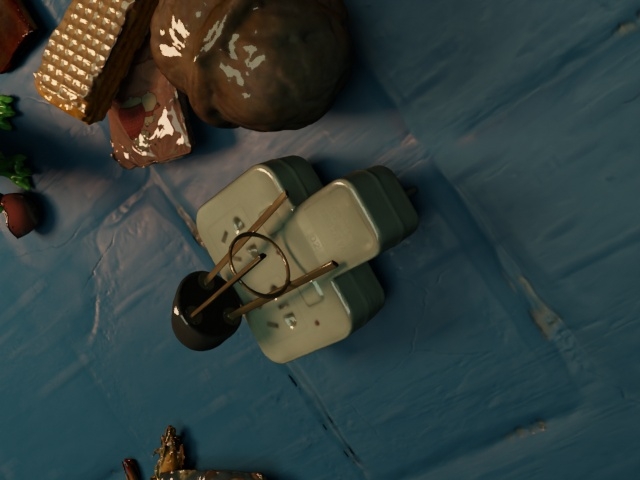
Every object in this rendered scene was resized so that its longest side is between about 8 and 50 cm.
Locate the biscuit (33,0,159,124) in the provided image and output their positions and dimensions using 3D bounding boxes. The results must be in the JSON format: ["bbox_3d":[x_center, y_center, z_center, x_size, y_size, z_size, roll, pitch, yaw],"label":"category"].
[{"bbox_3d":[-0.237,-0.328,0.768,0.094,0.054,0.379,31,98,11],"label":"biscuit"}]

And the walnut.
[{"bbox_3d":[-0.069,-0.213,0.678,0.224,0.224,0.224,5,104,21],"label":"walnut"}]

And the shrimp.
[{"bbox_3d":[-0.267,0.360,0.998,0.124,0.034,0.178,12,111,26],"label":"shrimp"}]

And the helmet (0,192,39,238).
[{"bbox_3d":[-0.467,-0.048,0.971,0.049,0.065,0.084,-25,81,-13],"label":"helmet"}]

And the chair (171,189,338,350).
[{"bbox_3d":[-0.092,0.041,0.717,0.221,0.104,0.095,-40,52,37],"label":"chair"}]

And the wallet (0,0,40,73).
[{"bbox_3d":[-0.510,-0.378,0.922,0.137,0.031,0.255,-30,88,29],"label":"wallet"}]

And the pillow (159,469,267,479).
[{"bbox_3d":[-0.165,0.457,0.876,0.189,0.034,0.256,-10,65,24],"label":"pillow"}]

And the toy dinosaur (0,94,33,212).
[{"bbox_3d":[-0.629,-0.108,0.859,0.500,0.374,0.144,8,113,18],"label":"toy dinosaur"}]

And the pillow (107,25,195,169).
[{"bbox_3d":[-0.242,-0.222,0.832,0.135,0.049,0.248,-13,89,23],"label":"pillow"}]

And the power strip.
[{"bbox_3d":[0.000,0.000,0.768,0.261,0.141,0.229,-31,89,39],"label":"power strip"}]
